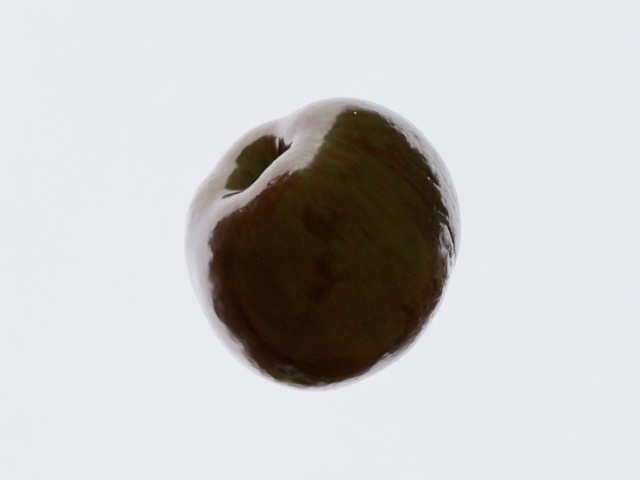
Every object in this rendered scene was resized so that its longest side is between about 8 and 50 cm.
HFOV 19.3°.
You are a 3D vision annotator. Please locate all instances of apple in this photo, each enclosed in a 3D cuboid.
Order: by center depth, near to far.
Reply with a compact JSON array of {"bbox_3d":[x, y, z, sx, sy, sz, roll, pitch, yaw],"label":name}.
[{"bbox_3d":[-0.002,0.002,0.802,0.126,0.126,0.102,-47,-65,0],"label":"apple"}]
